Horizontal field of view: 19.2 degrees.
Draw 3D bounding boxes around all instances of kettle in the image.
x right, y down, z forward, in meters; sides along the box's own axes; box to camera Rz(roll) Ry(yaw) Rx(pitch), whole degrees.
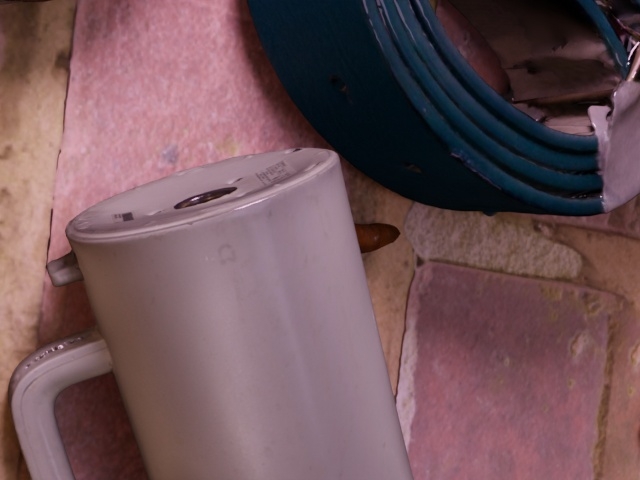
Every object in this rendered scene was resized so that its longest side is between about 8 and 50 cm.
[{"bbox_3d":[-0.069,0.118,1.384,0.265,0.205,0.318,-26,108,-36],"label":"kettle"}]

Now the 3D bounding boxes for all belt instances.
[{"bbox_3d":[0.131,-0.184,1.545,0.436,0.173,0.300,34,72,-32],"label":"belt"}]

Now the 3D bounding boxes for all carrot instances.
[{"bbox_3d":[0.000,-0.002,1.535,0.165,0.035,0.036,-7,94,-38],"label":"carrot"}]

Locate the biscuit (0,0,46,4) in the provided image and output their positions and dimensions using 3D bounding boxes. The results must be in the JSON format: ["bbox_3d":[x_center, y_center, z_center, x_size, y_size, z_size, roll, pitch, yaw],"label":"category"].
[{"bbox_3d":[-0.196,-0.322,1.333,0.268,0.115,0.366,43,72,-30],"label":"biscuit"}]
